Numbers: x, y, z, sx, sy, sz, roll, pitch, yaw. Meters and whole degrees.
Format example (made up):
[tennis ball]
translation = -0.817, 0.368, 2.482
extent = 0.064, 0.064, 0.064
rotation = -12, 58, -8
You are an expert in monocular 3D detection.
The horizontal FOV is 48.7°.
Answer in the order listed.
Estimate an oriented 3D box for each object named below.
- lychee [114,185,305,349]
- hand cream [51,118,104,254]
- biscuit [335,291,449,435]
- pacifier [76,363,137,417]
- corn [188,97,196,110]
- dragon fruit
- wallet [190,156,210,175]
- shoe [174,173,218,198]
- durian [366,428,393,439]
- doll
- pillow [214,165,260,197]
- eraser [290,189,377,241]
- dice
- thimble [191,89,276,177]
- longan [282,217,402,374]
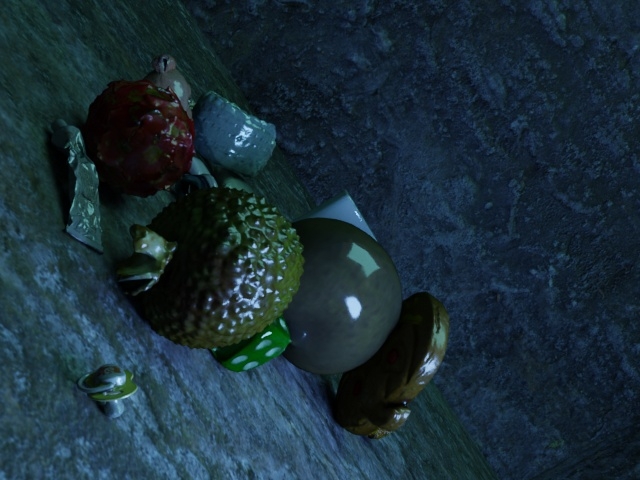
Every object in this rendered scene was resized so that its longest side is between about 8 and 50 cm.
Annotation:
[lychee]
translation = -0.170, 0.044, 1.128
extent = 0.320, 0.270, 0.270
rotation = 9, 33, -23
[hand cream]
translation = -0.391, -0.099, 1.134
extent = 0.084, 0.050, 0.257
rotation = 48, 15, -57
[biscuit]
translation = 0.154, 0.296, 1.652
extent = 0.070, 0.394, 0.350
rotation = 31, 26, -14
[pacifier]
translation = -0.260, 0.188, 0.863
extent = 0.083, 0.068, 0.064
rotation = -149, -126, -62
[corn]
translation = -0.359, -0.346, 2.036
extent = 0.237, 0.079, 0.079
rotation = 50, 12, -38
[dragon fruit]
translation = -0.334, -0.194, 1.286
extent = 0.268, 0.205, 0.210
rotation = 53, 8, 37
[wallet]
translation = -0.288, -0.136, 1.830
extent = 0.190, 0.033, 0.095
rotation = 59, 11, 12
[shoe]
translation = -0.272, -0.067, 1.568
extent = 0.106, 0.091, 0.207
rotation = 11, 47, -46
[durian]
translation = 0.140, 0.438, 1.851
extent = 0.158, 0.137, 0.168
rotation = 53, 24, -55
[doll]
translation = -0.378, -0.292, 1.644
extent = 0.303, 0.156, 0.201
rotation = 117, -17, -78
[pillow]
translation = -0.205, -0.097, 1.986
extent = 0.254, 0.078, 0.144
rotation = 51, 6, -29
[eraser]
translation = 0.000, 0.000, 2.086
extent = 0.189, 0.290, 0.104
rotation = 57, 8, -21
[dice]
translation = -0.138, 0.161, 1.314
extent = 0.131, 0.128, 0.120
rotation = 62, 9, 30
[thimble]
translation = -0.245, -0.292, 1.943
extent = 0.250, 0.172, 0.205
rotation = 31, 9, -9
[longan]
translation = 0.010, 0.123, 1.613
extent = 0.361, 0.361, 0.361
rotation = 55, 9, -14
